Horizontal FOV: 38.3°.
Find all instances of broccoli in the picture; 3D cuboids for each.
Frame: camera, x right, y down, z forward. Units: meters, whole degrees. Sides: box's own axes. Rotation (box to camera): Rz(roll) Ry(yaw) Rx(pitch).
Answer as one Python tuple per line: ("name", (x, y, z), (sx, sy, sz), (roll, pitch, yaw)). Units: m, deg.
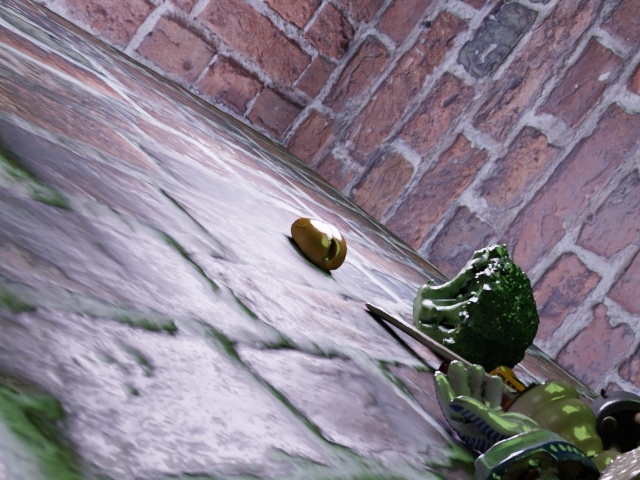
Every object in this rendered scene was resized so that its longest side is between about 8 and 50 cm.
("broccoli", (0.305, 0.138, 1.810), (0.245, 0.265, 0.294), (-1, 13, 5))

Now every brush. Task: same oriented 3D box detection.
("brush", (0.200, 0.200, 1.606), (0.321, 0.050, 0.060), (32, 6, 36))

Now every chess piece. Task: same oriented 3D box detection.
("chess piece", (0.378, 0.331, 1.307), (0.143, 0.143, 0.261), (30, 17, -44))

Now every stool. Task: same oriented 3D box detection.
("stool", (0.660, 0.417, 1.934), (0.228, 0.153, 0.139), (37, 7, 2))

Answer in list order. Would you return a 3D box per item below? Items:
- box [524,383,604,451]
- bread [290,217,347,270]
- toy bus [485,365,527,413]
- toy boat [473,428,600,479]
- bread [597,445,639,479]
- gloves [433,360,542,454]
("box", (0.468, 0.363, 1.849), (0.139, 0.035, 0.245), (30, 9, -45))
("bread", (0.000, 0.000, 1.818), (0.114, 0.077, 0.189), (38, 3, -21))
("toy bus", (0.330, 0.274, 1.598), (0.069, 0.074, 0.162), (27, 13, -47))
("toy boat", (0.255, 0.282, 1.012), (0.115, 0.114, 0.262), (46, 13, 32))
("bread", (0.389, 0.342, 0.868), (0.333, 0.143, 0.323), (57, 19, 20))
("gloves", (0.244, 0.253, 1.239), (0.229, 0.097, 0.119), (43, 4, 14))
